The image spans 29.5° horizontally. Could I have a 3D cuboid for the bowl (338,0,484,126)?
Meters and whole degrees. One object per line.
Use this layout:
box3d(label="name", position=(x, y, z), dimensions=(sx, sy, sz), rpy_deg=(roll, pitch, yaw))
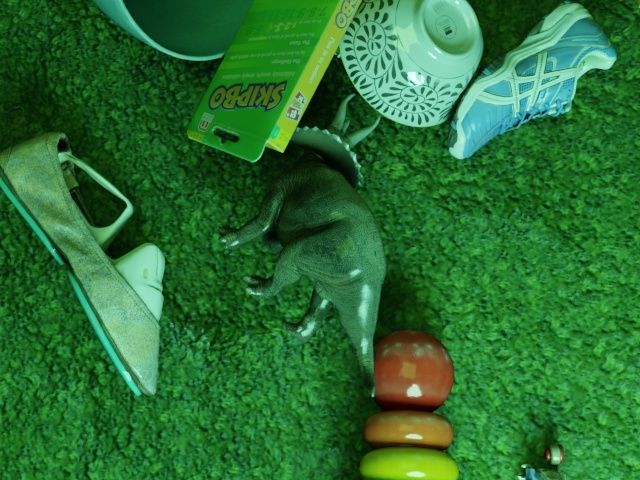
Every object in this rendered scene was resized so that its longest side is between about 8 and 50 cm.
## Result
box3d(label="bowl", position=(0.111, -0.208, 1.245), dimensions=(0.170, 0.080, 0.170), rpy_deg=(9, 73, -29))

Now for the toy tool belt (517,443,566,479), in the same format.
box3d(label="toy tool belt", position=(0.215, 0.243, 1.198), dimensions=(0.051, 0.052, 0.083), rpy_deg=(-1, 78, -2))

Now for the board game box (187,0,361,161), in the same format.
box3d(label="board game box", position=(-0.038, -0.203, 1.252), dimensions=(0.124, 0.039, 0.259), rpy_deg=(23, 82, 44))

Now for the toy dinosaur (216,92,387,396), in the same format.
box3d(label="toy dinosaur", position=(0.000, 0.000, 1.206), dimensions=(0.160, 0.121, 0.313), rpy_deg=(-39, 49, 28))

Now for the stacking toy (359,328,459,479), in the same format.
box3d(label="stacking toy", position=(0.088, 0.250, 1.183), dimensions=(0.141, 0.141, 0.330), rpy_deg=(2, 72, 7))

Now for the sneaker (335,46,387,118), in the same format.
box3d(label="sneaker", position=(0.038, -0.217, 1.314), dimensions=(0.086, 0.064, 0.192), rpy_deg=(-13, 82, 20))

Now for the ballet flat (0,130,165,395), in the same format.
box3d(label="ballet flat", position=(-0.230, 0.011, 1.276), dimensions=(0.106, 0.107, 0.316), rpy_deg=(-33, 78, -8))

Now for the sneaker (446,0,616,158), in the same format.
box3d(label="sneaker", position=(0.217, -0.158, 1.264), dimensions=(0.211, 0.080, 0.081), rpy_deg=(-44, 75, -2))

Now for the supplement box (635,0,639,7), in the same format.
box3d(label="supplement box", position=(0.394, -0.378, 1.262), dimensions=(0.191, 0.129, 0.194), rpy_deg=(-18, 77, 3))

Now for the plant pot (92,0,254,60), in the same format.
box3d(label="plant pot", position=(-0.170, -0.354, 1.274), dimensions=(0.195, 0.290, 0.290), rpy_deg=(25, 82, 36))
